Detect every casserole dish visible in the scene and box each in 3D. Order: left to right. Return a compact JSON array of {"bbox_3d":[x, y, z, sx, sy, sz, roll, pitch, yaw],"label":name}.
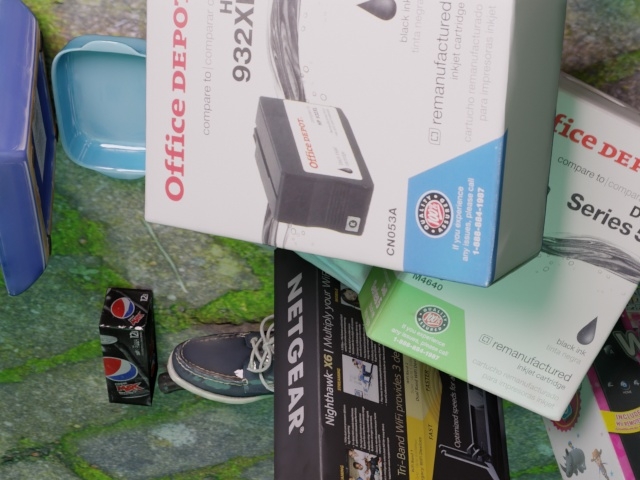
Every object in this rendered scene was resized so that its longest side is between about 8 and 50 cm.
[{"bbox_3d":[-0.191,-0.130,1.342,0.114,0.037,0.188,5,143,0],"label":"casserole dish"}]

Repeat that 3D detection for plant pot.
[{"bbox_3d":[-0.350,-0.087,1.267,0.212,0.236,0.236,-1,142,-4],"label":"plant pot"}]

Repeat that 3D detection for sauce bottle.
[{"bbox_3d":[-0.134,0.160,1.703,0.128,0.042,0.042,-16,137,23],"label":"sauce bottle"}]

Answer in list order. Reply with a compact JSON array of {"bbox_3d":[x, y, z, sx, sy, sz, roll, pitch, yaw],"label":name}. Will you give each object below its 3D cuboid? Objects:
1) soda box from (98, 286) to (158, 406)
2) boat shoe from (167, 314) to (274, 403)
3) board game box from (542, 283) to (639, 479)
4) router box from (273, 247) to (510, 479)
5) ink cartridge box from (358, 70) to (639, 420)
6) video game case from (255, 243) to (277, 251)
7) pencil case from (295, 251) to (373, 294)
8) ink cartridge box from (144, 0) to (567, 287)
[{"bbox_3d":[-0.221,0.126,1.653,0.053,0.060,0.169,5,142,1],"label":"soda box"},{"bbox_3d":[-0.044,0.139,1.623,0.255,0.095,0.079,10,144,-8],"label":"boat shoe"},{"bbox_3d":[0.339,0.166,1.400,0.224,0.303,0.097,-2,147,-23],"label":"board game box"},{"bbox_3d":[0.072,0.154,1.439,0.243,0.308,0.081,23,138,-29],"label":"router box"},{"bbox_3d":[0.183,-0.008,1.270,0.198,0.115,0.272,24,106,-9],"label":"ink cartridge box"},{"bbox_3d":[0.000,0.000,1.507,0.122,0.011,0.087,24,138,-22],"label":"video game case"},{"bbox_3d":[-0.008,-0.036,1.357,0.273,0.124,0.113,30,132,-23],"label":"pencil case"},{"bbox_3d":[0.020,-0.107,1.120,0.308,0.129,0.223,11,108,26],"label":"ink cartridge box"}]
